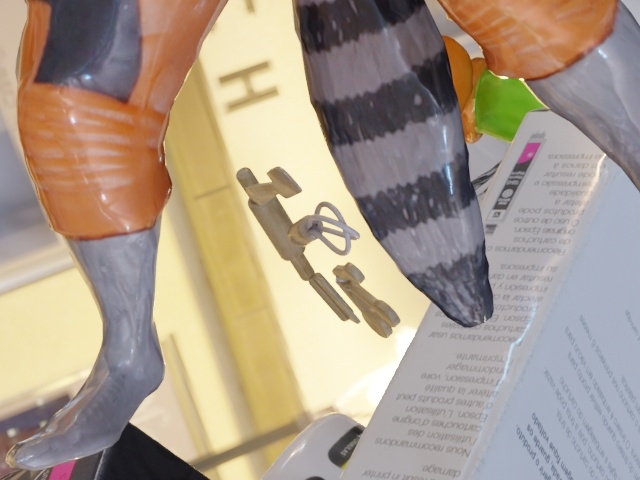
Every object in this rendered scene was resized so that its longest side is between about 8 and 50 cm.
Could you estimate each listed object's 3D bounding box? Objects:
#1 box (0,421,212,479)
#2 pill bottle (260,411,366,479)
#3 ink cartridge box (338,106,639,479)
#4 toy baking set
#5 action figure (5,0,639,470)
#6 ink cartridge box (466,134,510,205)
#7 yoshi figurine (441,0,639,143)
[{"bbox_3d":[-0.062,0.238,0.710,0.143,0.165,0.270,-29,-56,37],"label":"box"},{"bbox_3d":[0.094,0.291,1.082,0.334,0.188,0.188,32,-29,15],"label":"pill bottle"},{"bbox_3d":[0.114,0.169,0.621,0.071,0.330,0.324,3,-41,40],"label":"ink cartridge box"},{"bbox_3d":[-0.003,-0.001,1.399,0.196,0.030,0.256,27,-24,50],"label":"toy baking set"},{"bbox_3d":[-0.065,-0.112,0.409,0.341,0.178,0.330,-17,-92,33],"label":"action figure"},{"bbox_3d":[0.159,-0.058,1.385,0.203,0.086,0.148,39,-34,7],"label":"ink cartridge box"},{"bbox_3d":[0.239,-0.106,0.904,0.203,0.362,0.204,-61,164,-56],"label":"yoshi figurine"}]
